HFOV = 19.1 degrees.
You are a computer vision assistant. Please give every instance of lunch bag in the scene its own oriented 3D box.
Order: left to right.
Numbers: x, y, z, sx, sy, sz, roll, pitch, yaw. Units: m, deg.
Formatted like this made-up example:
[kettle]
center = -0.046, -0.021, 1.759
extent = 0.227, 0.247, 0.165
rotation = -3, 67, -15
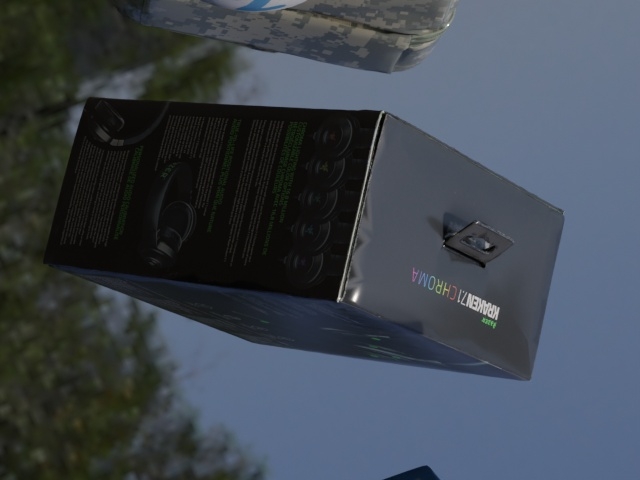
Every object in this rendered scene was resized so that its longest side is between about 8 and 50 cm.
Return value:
[lunch bag]
center = -0.009, -0.280, 1.513
extent = 0.305, 0.212, 0.256
rotation = 12, 166, -5

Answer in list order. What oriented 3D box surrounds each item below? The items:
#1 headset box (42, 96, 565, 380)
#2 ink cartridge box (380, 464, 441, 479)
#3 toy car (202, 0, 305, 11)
[headset box]
center = 0.000, 0.000, 1.335
extent = 0.283, 0.131, 0.246
rotation = 6, 168, 39
[ink cartridge box]
center = -0.061, 0.357, 1.265
extent = 0.395, 0.285, 0.166
rotation = -17, -147, -17
[toy car]
center = -0.046, -0.179, 0.824
extent = 0.219, 0.210, 0.238
rotation = -3, -155, 9
